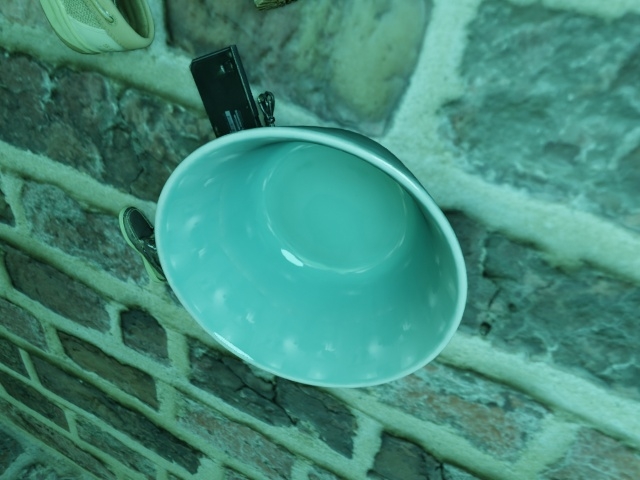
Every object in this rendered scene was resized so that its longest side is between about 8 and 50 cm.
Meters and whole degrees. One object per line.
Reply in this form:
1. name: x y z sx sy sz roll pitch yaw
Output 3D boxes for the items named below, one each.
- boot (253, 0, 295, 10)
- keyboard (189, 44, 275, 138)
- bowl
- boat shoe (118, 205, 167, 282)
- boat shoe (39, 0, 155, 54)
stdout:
1. boot: -0.015 -0.288 0.387 0.158 0.059 0.084 -29 100 28
2. keyboard: -0.093 -0.148 0.534 0.108 0.023 0.180 0 120 34
3. bowl: 0.000 0.000 0.472 0.312 0.163 0.311 9 125 14
4. boat shoe: -0.282 0.007 0.710 0.049 0.056 0.152 -2 128 23
5. boat shoe: -0.264 -0.375 0.427 0.110 0.121 0.340 6 132 19
